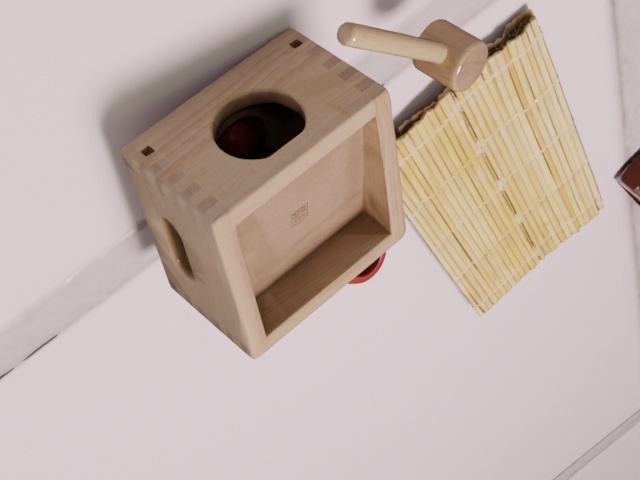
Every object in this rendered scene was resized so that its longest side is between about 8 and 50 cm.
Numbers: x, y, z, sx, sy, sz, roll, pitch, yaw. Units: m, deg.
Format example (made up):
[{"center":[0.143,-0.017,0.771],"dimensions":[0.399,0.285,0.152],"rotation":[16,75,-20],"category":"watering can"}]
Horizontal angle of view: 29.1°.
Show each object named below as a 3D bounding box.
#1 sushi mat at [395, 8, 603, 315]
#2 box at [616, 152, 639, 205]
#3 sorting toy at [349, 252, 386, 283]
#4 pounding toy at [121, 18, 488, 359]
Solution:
[{"center":[0.139,-0.045,0.957],"dimensions":[0.151,0.019,0.316],"rotation":[-40,149,1],"category":"sushi mat"},{"center":[0.441,0.005,1.190],"dimensions":[0.143,0.191,0.381],"rotation":[-47,148,11],"category":"box"},{"center":[0.000,0.000,0.850],"dimensions":[0.102,0.042,0.061],"rotation":[32,90,-46],"category":"sorting toy"},{"center":[-0.006,-0.069,0.705],"dimensions":[0.206,0.094,0.181],"rotation":[-39,146,-21],"category":"pounding toy"}]
